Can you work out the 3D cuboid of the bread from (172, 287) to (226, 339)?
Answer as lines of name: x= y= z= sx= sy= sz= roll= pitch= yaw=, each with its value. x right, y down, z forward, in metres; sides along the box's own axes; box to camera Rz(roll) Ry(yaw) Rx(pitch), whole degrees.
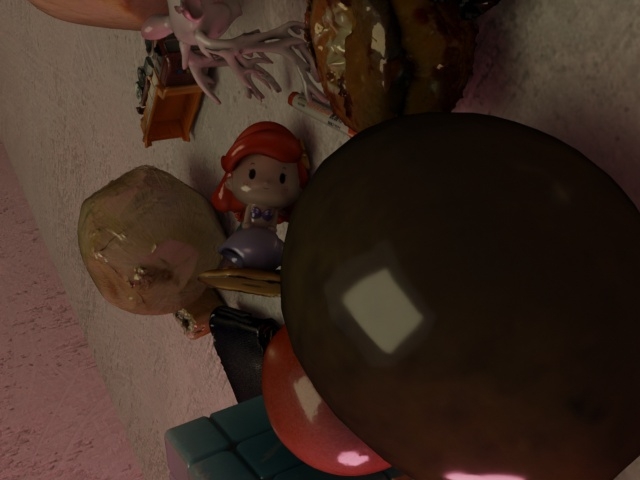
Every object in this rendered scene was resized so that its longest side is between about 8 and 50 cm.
bread: x=-0.269 y=0.152 z=1.842 sx=0.125 sy=0.106 sz=0.082 roll=51 pitch=138 yaw=30

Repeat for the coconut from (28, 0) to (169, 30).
coconut: x=-0.308 y=-0.506 z=1.320 sx=0.415 sy=0.416 sz=0.344 roll=10 pitch=95 yaw=59

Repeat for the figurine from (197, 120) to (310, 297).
figurine: x=-0.102 y=-0.046 z=1.354 sx=0.181 sy=0.208 sz=0.257 roll=2 pitch=75 yaw=24

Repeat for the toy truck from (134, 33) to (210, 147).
toy truck: x=-0.290 y=-0.301 z=1.629 sx=0.135 sy=0.114 sz=0.270 roll=66 pitch=151 yaw=21

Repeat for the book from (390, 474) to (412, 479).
book: x=0.143 y=0.549 z=1.161 sx=0.260 sy=0.043 sz=0.370 roll=29 pitch=104 yaw=33

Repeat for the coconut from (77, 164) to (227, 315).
coconut: x=-0.336 y=0.006 z=1.699 sx=0.255 sy=0.297 sz=0.297 roll=23 pitch=124 yaw=58

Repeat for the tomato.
tomato: x=0.045 y=0.195 z=1.157 sx=0.224 sy=0.256 sz=0.255 roll=-153 pitch=51 yaw=-73

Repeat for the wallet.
wallet: x=-0.123 y=0.264 z=1.695 sx=0.221 sy=0.071 sz=0.262 roll=4 pitch=111 yaw=55

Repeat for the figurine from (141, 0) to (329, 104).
figurine: x=-0.104 y=-0.343 z=1.179 sx=0.206 sy=0.284 sz=0.315 roll=32 pitch=105 yaw=57

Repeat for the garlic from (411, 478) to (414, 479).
garlic: x=0.180 y=0.387 z=0.951 sx=0.340 sy=0.231 sz=0.246 roll=40 pitch=-178 yaw=-21

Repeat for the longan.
longan: x=0.147 y=0.062 z=0.803 sx=0.404 sy=0.336 sz=0.404 roll=40 pitch=164 yaw=14

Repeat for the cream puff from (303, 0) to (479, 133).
cream puff: x=0.084 y=-0.225 z=0.953 sx=0.240 sy=0.164 sz=0.239 roll=170 pitch=90 yaw=-74

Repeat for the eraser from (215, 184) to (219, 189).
eraser: x=-0.180 y=-0.091 z=1.642 sx=0.083 sy=0.019 sz=0.038 roll=6 pitch=111 yaw=60

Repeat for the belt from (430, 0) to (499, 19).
belt: x=0.217 y=-0.303 z=0.710 sx=0.360 sy=0.126 sz=0.094 roll=-23 pitch=73 yaw=57

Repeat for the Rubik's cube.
Rubik's cube: x=-0.038 y=0.455 z=1.365 sx=0.316 sy=0.322 sz=0.318 roll=32 pitch=130 yaw=53

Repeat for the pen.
pen: x=0.021 y=-0.177 z=1.229 sx=0.239 sy=0.028 sz=0.028 roll=36 pitch=135 yaw=49
